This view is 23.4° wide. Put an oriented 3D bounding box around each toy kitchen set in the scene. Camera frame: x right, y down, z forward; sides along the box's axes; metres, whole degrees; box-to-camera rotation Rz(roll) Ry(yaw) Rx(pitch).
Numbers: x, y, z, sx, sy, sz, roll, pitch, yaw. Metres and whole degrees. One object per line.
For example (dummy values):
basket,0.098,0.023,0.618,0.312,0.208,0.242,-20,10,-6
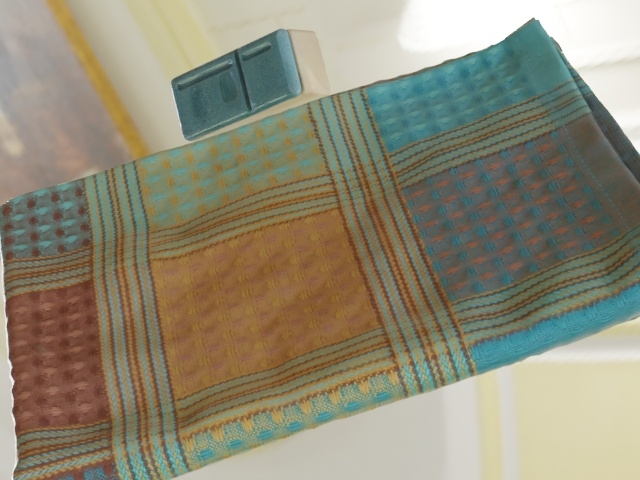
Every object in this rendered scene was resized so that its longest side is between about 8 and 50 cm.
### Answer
toy kitchen set,-0.072,-0.041,1.129,0.122,0.207,0.166,-20,171,36

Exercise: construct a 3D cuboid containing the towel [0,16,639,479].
towel,0.000,0.000,0.866,0.370,0.040,0.271,-18,-143,-1
